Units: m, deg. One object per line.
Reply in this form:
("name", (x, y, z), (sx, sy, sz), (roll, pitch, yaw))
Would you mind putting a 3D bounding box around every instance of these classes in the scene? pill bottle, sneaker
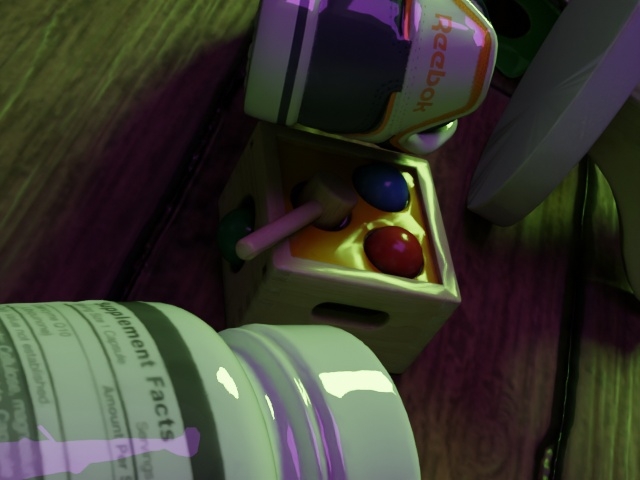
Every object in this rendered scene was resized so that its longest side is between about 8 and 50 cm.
("pill bottle", (-0.117, 0.103, 0.429), (0.283, 0.161, 0.161), (0, 51, -31))
("sneaker", (0.029, -0.120, 0.691), (0.127, 0.126, 0.321), (9, 18, -2))

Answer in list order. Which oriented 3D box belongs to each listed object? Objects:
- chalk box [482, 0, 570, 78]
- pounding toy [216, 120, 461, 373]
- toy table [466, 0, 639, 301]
("chalk box", (0.230, -0.256, 0.930), (0.180, 0.289, 0.179), (48, 11, 14))
("pounding toy", (0.000, 0.000, 0.641), (0.141, 0.100, 0.130), (12, 45, -22))
("toy table", (0.233, -0.095, 0.749), (0.161, 0.274, 0.252), (30, 32, -7))
